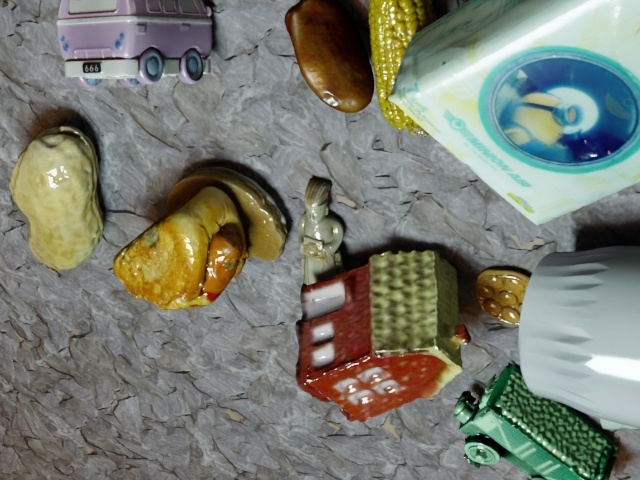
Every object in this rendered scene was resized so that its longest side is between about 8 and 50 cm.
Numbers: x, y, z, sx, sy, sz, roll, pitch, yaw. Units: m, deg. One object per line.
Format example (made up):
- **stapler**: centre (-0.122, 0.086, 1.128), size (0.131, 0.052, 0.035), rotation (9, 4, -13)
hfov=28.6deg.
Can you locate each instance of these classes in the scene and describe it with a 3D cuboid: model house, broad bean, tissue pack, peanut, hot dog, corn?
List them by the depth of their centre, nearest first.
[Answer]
- **tissue pack**: centre (0.320, -0.198, 1.446), size (0.287, 0.162, 0.388), rotation (37, 139, -26)
- **corn**: centre (0.110, -0.243, 1.616), size (0.097, 0.097, 0.261), rotation (8, 132, 26)
- **broad bean**: centre (0.014, -0.244, 1.652), size (0.084, 0.114, 0.165), rotation (-37, 64, 52)
- **model house**: centre (0.109, 0.133, 1.874), size (0.254, 0.196, 0.160), rotation (-21, 135, 28)
- **hot dog**: centre (-0.208, 0.029, 1.974), size (0.153, 0.150, 0.257), rotation (52, 140, -6)
- **peanut**: centre (-0.436, -0.062, 2.102), size (0.149, 0.149, 0.313), rotation (20, 143, 15)

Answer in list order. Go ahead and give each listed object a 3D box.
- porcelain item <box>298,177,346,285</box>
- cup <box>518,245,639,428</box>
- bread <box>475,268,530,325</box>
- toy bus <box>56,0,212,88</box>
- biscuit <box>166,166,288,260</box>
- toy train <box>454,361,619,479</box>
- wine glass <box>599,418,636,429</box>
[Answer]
- **porcelain item**: centre (0.000, 0.000, 1.947), size (0.084, 0.054, 0.213), rotation (13, 134, 19)
- **cup**: centre (0.466, 0.132, 1.634), size (0.371, 0.253, 0.253), rotation (5, 131, 32)
- **bread**: centre (0.280, 0.083, 1.870), size (0.110, 0.024, 0.110), rotation (17, 135, 18)
- **toy bus**: centre (-0.249, -0.284, 1.733), size (0.142, 0.202, 0.142), rotation (1, 97, 31)
- **biscuit**: centre (-0.149, -0.043, 2.001), size (0.208, 0.049, 0.181), rotation (-5, 126, 40)
- **toy train**: centre (0.338, 0.326, 1.998), size (0.269, 0.115, 0.154), rotation (38, 144, -3)
- **wine glass**: centre (0.497, 0.255, 1.865), size (0.155, 0.073, 0.073), rotation (5, 131, 25)
